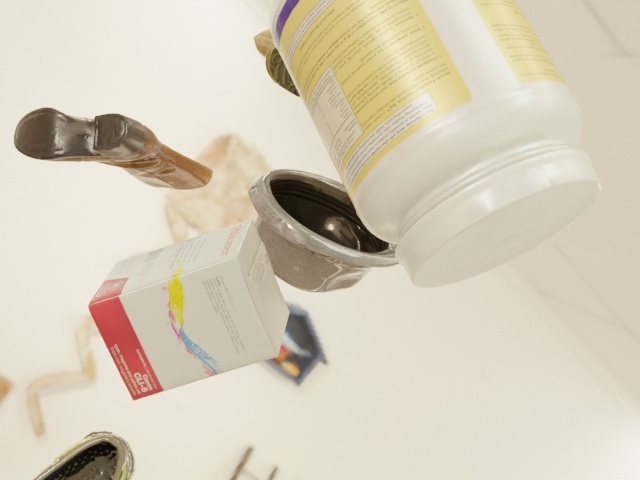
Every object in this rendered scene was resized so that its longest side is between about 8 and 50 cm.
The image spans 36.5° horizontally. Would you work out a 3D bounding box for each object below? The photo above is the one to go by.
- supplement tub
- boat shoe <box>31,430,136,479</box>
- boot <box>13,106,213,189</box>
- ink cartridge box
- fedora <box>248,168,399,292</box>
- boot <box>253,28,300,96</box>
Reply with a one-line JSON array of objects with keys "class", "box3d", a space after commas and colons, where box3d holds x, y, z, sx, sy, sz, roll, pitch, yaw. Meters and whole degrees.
[{"class": "supplement tub", "box3d": [0.113, -0.144, 0.981, 0.241, 0.241, 0.331, 58, 7, -71]}, {"class": "boat shoe", "box3d": [-0.348, 0.356, 1.182, 0.109, 0.305, 0.091, 40, -19, 7]}, {"class": "boot", "box3d": [-0.370, -0.158, 1.741, 0.264, 0.096, 0.280, -6, -14, 21]}, {"class": "ink cartridge box", "box3d": [-0.139, 0.074, 1.078, 0.128, 0.176, 0.127, -78, 148, -70]}, {"class": "fedora", "box3d": [0.000, 0.000, 1.524, 0.275, 0.124, 0.243, 14, 30, -26]}, {"class": "boot", "box3d": [-0.036, -0.287, 1.527, 0.236, 0.089, 0.269, 8, 16, -34]}]
